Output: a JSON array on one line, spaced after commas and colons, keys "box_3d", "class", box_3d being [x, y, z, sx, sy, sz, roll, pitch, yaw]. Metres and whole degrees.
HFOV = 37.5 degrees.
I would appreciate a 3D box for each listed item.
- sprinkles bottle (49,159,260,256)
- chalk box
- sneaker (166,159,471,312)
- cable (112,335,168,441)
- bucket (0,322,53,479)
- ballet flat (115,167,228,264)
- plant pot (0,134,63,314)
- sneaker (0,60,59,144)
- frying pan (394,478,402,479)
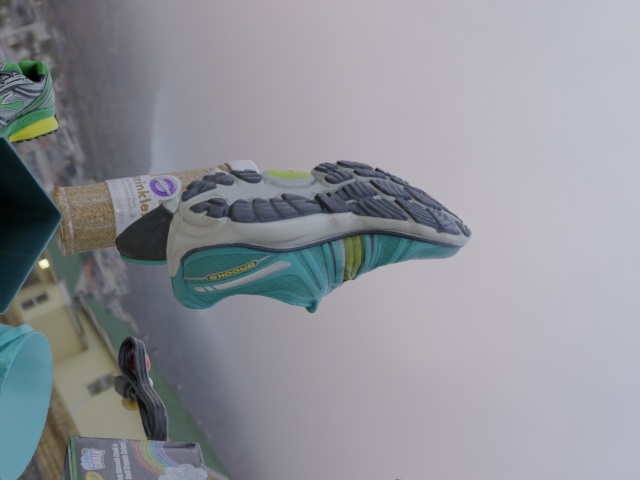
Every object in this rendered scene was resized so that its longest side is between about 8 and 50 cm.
[{"box_3d": [-0.278, -0.058, 1.632, 0.121, 0.355, 0.121, 170, -90, -70], "class": "sprinkles bottle"}, {"box_3d": [-0.250, 0.325, 1.129, 0.132, 0.213, 0.132, -129, -131, -65], "class": "chalk box"}, {"box_3d": [0.000, 0.000, 0.781, 0.107, 0.275, 0.110, 50, -46, 46], "class": "sneaker"}, {"box_3d": [-0.292, 0.252, 1.613, 0.287, 0.072, 0.139, 17, -83, 59], "class": "cable"}, {"box_3d": [-0.548, 0.245, 1.474, 0.281, 0.183, 0.281, 8, 90, -88], "class": "bucket"}, {"box_3d": [-0.086, -0.031, 1.040, 0.095, 0.280, 0.096, 38, -54, 56], "class": "ballet flat"}, {"box_3d": [-0.498, -0.033, 1.214, 0.234, 0.165, 0.165, 8, -34, 24], "class": "plant pot"}, {"box_3d": [-0.582, -0.230, 1.623, 0.343, 0.134, 0.146, -53, 147, -63], "class": "sneaker"}, {"box_3d": [0.029, 0.491, 1.416, 0.326, 0.197, 0.053, -72, 147, -67], "class": "frying pan"}]
